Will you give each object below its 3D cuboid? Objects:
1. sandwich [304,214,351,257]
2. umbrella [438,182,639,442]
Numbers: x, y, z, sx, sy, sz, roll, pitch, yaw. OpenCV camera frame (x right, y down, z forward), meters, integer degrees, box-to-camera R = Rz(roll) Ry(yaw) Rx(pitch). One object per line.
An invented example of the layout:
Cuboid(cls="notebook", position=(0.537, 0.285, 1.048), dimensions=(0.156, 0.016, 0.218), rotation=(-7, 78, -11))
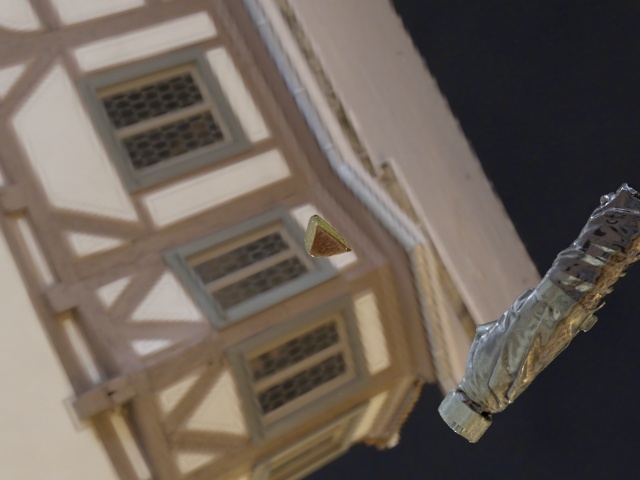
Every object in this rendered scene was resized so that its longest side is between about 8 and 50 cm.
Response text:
Cuboid(cls="sandwich", position=(0.000, 0.000, 1.415), dimensions=(0.083, 0.044, 0.031), rotation=(43, 21, -47))
Cuboid(cls="umbrella", position=(0.141, 0.045, 0.704), dimensions=(0.188, 0.046, 0.050), rotation=(-54, -155, 15))
